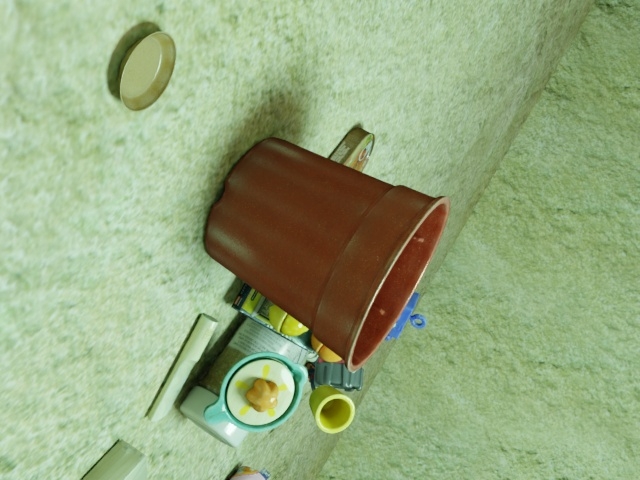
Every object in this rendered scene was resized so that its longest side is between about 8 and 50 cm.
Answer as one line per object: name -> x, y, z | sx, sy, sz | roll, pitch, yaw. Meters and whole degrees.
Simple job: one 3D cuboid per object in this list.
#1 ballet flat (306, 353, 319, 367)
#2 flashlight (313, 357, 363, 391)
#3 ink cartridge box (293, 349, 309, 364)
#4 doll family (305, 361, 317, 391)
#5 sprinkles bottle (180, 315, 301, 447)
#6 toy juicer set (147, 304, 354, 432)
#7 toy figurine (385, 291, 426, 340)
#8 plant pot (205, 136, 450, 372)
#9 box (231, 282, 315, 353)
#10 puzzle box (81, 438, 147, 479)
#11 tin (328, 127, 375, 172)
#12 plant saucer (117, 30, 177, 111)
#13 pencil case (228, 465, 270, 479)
ballet flat -> -0.011, 0.231, 1.870 | 0.074, 0.074, 0.203 | -44, 163, -45
flashlight -> 0.051, 0.158, 1.690 | 0.103, 0.103, 0.304 | 26, 64, -46
ink cartridge box -> -0.075, 0.201, 1.581 | 0.191, 0.082, 0.140 | -45, 158, -40
doll family -> 0.002, 0.316, 2.005 | 0.076, 0.111, 0.193 | 7, 125, -32
sprinkles bottle -> -0.095, 0.181, 1.412 | 0.355, 0.121, 0.121 | -55, 163, -20
toy juicer set -> -0.090, 0.200, 1.265 | 0.089, 0.328, 0.209 | -143, -119, -66
toy figurine -> 0.169, 0.111, 1.878 | 0.191, 0.217, 0.363 | -44, 162, -50
plant pot -> 0.000, 0.000, 1.135 | 0.272, 0.265, 0.272 | -54, 163, -25
box -> -0.022, 0.050, 1.347 | 0.233, 0.159, 0.044 | -60, -155, -9
puzzle box -> -0.377, 0.517, 1.257 | 0.272, 0.052, 0.409 | -47, 159, -40
tin -> 0.036, -0.123, 1.449 | 0.190, 0.040, 0.106 | -53, 166, -25
plant saucer -> -0.171, -0.165, 0.783 | 0.083, 0.015, 0.083 | -54, 163, -25
pencil case -> -0.218, 0.646, 1.840 | 0.284, 0.124, 0.124 | -44, 157, -42
